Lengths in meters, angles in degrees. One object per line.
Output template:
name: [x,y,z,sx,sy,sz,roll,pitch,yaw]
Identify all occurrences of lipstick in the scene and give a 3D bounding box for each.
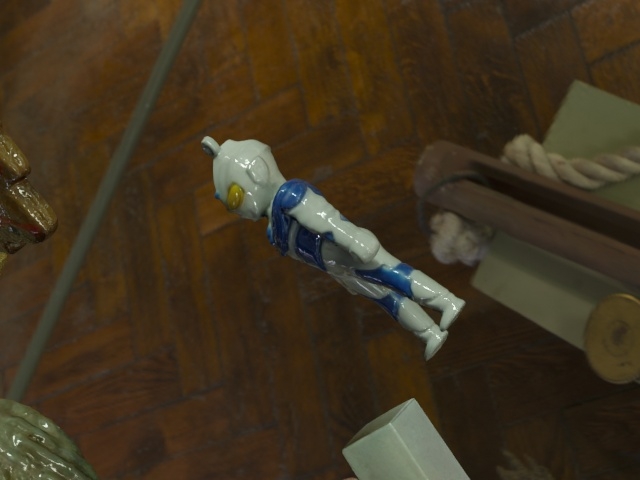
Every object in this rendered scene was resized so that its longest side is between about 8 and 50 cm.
lipstick: [0.161,0.344,1.076,0.076,0.080,0.371,-35,87,28]

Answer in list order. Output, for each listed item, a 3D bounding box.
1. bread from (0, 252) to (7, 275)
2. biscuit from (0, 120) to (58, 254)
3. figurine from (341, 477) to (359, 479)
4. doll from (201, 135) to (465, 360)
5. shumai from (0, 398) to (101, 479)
bread: [-0.429,0.011,1.070,0.198,0.120,0.236,50,125,0]
biscuit: [-0.212,-0.049,0.634,0.119,0.019,0.130,14,128,39]
figurine: [-0.049,0.314,0.814,0.154,0.421,0.193,-23,87,12]
doll: [0.000,0.000,0.755,0.227,0.114,0.057,40,78,11]
shumai: [-0.215,0.201,0.690,0.209,0.153,0.161,34,64,2]
